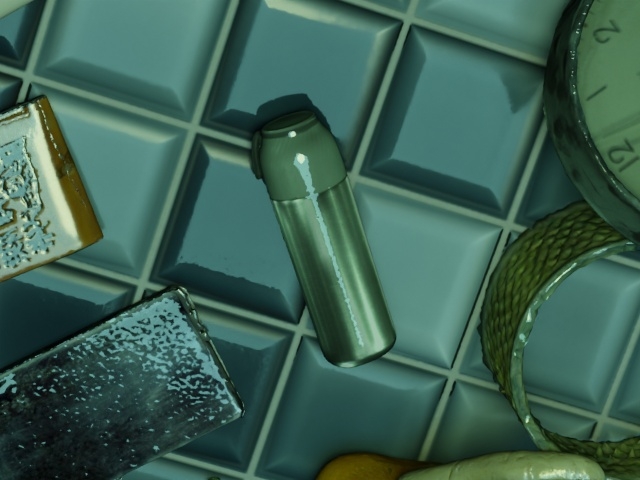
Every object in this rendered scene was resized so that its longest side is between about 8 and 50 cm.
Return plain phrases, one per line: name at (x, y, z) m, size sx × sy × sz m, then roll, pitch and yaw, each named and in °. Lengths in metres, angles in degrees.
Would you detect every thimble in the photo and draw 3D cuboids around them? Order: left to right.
thimble at (0.301, 0.099, 1.911) m, size 0.270 × 0.150 × 0.271 m, roll -1°, pitch 106°, yaw -5°

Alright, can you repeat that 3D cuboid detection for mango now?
mango at (0.069, 0.270, 1.971) m, size 0.159 × 0.084 × 0.105 m, roll 6°, pitch 110°, yaw -7°

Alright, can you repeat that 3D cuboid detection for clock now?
clock at (0.373, -0.138, 1.820) m, size 0.325 × 0.067 × 0.325 m, roll 3°, pitch 77°, yaw -11°

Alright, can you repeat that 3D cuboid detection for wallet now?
wallet at (-0.326, -0.032, 1.868) m, size 0.195 × 0.042 × 0.161 m, roll -21°, pitch 106°, yaw 1°

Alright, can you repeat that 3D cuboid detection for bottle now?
bottle at (0.000, 0.000, 1.895) m, size 0.096 × 0.079 × 0.254 m, roll -5°, pitch 112°, yaw 36°

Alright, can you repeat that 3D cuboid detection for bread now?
bread at (0.168, 0.243, 1.868) m, size 0.214 × 0.053 × 0.073 m, roll -10°, pitch 120°, yaw 25°

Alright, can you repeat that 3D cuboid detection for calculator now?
calculator at (-0.222, 0.166, 1.945) m, size 0.261 × 0.021 × 0.161 m, roll -25°, pitch 107°, yaw 2°

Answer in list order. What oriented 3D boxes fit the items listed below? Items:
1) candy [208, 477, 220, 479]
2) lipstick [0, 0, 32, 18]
candy at (-0.130, 0.372, 1.995) m, size 0.077 × 0.073 × 0.262 m, roll 9°, pitch 98°, yaw 3°
lipstick at (-0.373, -0.212, 1.789) m, size 0.327 × 0.087 × 0.087 m, roll -29°, pitch 106°, yaw 3°
